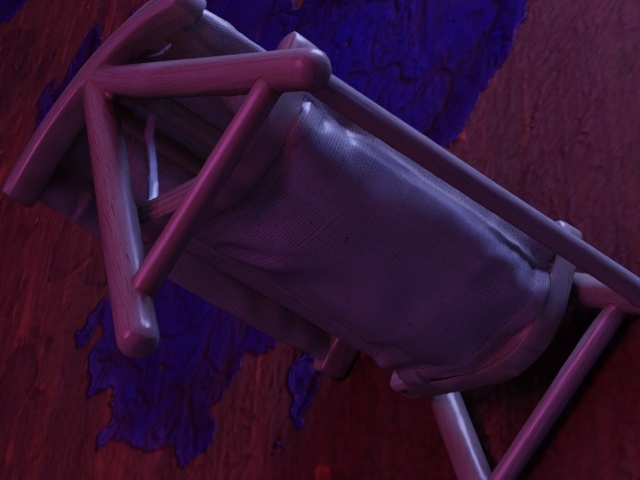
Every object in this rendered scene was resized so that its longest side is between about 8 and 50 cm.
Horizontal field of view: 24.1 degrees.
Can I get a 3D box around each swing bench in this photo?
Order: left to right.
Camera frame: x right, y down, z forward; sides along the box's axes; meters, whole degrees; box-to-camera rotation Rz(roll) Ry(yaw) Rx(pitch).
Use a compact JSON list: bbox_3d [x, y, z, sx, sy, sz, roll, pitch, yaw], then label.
[{"bbox_3d":[0.000,0.000,0.800,0.165,0.253,0.254,-56,30,4],"label":"swing bench"}]
